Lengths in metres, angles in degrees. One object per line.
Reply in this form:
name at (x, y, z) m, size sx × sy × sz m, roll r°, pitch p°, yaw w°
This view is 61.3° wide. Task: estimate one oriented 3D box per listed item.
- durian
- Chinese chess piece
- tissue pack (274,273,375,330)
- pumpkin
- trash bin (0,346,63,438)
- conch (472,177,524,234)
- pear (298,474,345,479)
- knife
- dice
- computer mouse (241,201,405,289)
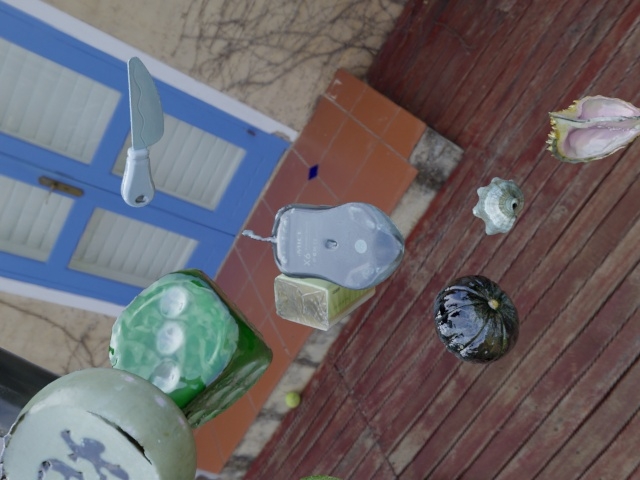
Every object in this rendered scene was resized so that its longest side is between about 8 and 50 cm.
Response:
durian at (0.783, -0.310, 1.577) m, size 0.185 × 0.305 × 0.196 m, roll -104°, pitch 8°, yaw -49°
Chinese chess piece at (-0.407, 0.412, 1.007) m, size 0.349 × 0.349 × 0.146 m, roll -56°, pitch -1°, yaw 21°
tissue pack at (0.019, 0.114, 1.357) m, size 0.159 × 0.234 × 0.125 m, roll 12°, pitch 114°, yaw 34°
pumpkin at (0.380, 0.192, 1.322) m, size 0.162 × 0.220 × 0.220 m, roll 122°, pitch 149°, yaw -46°
trash bin at (-0.854, 0.393, 1.423) m, size 0.252 × 0.301 × 0.203 m, roll -24°, pitch 38°, yaw 63°
conch at (0.621, -0.118, 1.897) m, size 0.169 × 0.386 × 0.203 m, roll 5°, pitch 99°, yaw 25°
pear at (0.024, 0.835, 1.568) m, size 0.318 × 0.342 × 0.238 m, roll 29°, pitch 100°, yaw 56°
knife at (-0.355, -0.208, 1.088) m, size 0.044 × 0.080 × 0.331 m, roll 49°, pitch 136°, yaw 36°
dice at (-0.311, 0.269, 1.334) m, size 0.297 × 0.287 × 0.300 m, roll -43°, pitch 68°, yaw -7°
computer mouse at (0.000, 0.000, 1.084) m, size 0.379 × 0.090 × 0.167 m, roll 8°, pitch 95°, yaw 32°
